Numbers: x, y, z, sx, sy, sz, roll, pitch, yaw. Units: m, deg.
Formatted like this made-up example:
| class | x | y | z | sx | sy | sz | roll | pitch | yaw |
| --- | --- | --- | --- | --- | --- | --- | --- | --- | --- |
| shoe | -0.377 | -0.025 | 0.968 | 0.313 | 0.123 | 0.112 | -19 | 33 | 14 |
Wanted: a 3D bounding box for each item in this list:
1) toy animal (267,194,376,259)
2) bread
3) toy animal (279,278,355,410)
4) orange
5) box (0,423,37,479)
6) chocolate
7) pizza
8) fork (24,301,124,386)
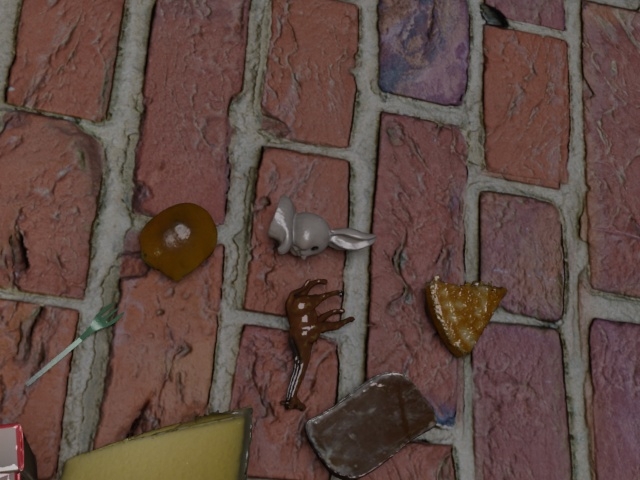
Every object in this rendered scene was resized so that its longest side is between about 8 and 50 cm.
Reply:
| class | x | y | z | sx | sy | sz | roll | pitch | yaw |
| --- | --- | --- | --- | --- | --- | --- | --- | --- | --- |
| toy animal | -0.003 | 0.000 | 1.913 | 0.221 | 0.104 | 0.130 | 21 | 68 | -5 |
| bread | -0.330 | 0.499 | 1.627 | 0.405 | 0.242 | 0.345 | 0 | 71 | -17 |
| toy animal | -0.025 | 0.213 | 1.868 | 0.230 | 0.066 | 0.224 | -33 | 102 | -29 |
| orange | -0.291 | -0.007 | 1.851 | 0.160 | 0.112 | 0.169 | 5 | 61 | -11 |
| box | -0.634 | 0.494 | 1.492 | 0.315 | 0.312 | 0.300 | -5 | 68 | -15 |
| chocolate | 0.098 | 0.384 | 1.832 | 0.254 | 0.080 | 0.157 | -30 | 67 | -21 |
| pizza | 0.324 | 0.146 | 1.971 | 0.199 | 0.062 | 0.188 | -21 | 91 | -24 |
| fork | -0.486 | 0.207 | 1.780 | 0.039 | 0.021 | 0.235 | 45 | 69 | 6 |
